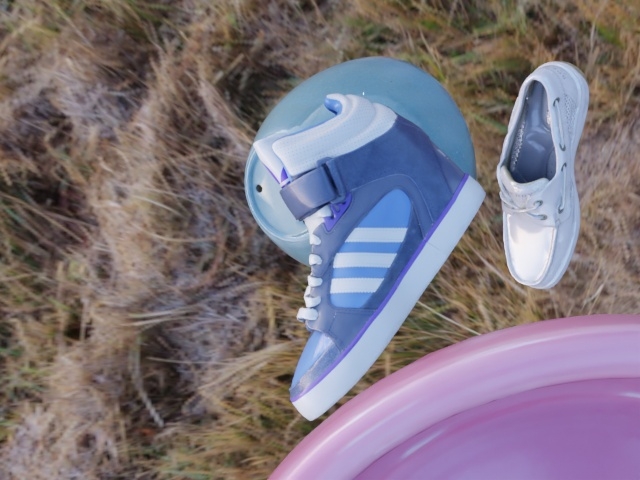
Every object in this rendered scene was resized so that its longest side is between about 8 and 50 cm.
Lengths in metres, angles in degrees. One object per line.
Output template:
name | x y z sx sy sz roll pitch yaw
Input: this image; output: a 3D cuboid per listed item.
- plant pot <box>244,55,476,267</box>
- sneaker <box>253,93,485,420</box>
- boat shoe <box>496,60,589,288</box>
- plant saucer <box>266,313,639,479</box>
plant pot | 0.019 -0.079 1.375 0.290 0.195 0.290 10 106 38
sneaker | 0.000 0.000 1.185 0.236 0.130 0.323 36 85 -1
boat shoe | 0.247 -0.069 1.297 0.098 0.096 0.277 13 111 36
plant saucer | 0.113 0.185 0.465 0.332 0.084 0.332 0 102 0
